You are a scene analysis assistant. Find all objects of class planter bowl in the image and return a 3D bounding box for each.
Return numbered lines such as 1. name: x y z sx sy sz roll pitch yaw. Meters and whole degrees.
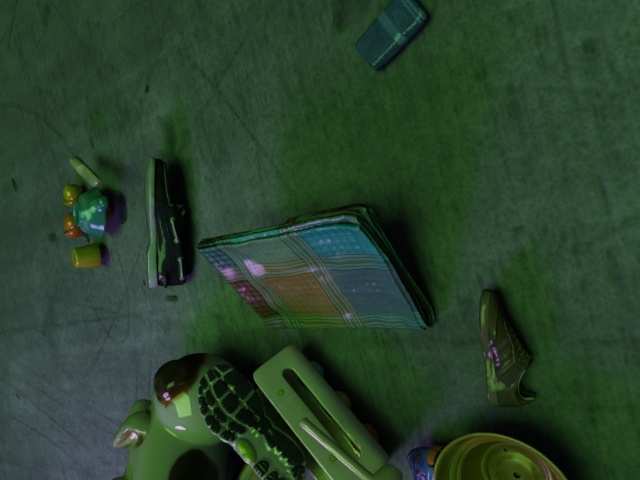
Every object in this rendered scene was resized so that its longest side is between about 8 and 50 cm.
1. planter bowl: 0.292 0.380 0.790 0.217 0.090 0.217 7 103 34

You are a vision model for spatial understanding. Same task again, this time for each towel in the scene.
1. towel: -0.017 0.073 0.901 0.371 0.040 0.271 -9 130 36
2. towel: 0.115 -0.335 0.826 0.119 0.029 0.067 -40 75 33

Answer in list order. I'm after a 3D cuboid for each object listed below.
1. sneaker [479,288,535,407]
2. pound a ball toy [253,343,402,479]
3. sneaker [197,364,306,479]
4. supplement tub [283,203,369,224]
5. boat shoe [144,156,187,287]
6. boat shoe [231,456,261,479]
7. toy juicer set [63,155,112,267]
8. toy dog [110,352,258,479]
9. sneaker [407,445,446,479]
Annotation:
1. sneaker: 0.284 0.162 0.786 0.071 0.066 0.188 -5 101 20
2. pound a ball toy: 0.021 0.329 0.929 0.319 0.136 0.208 45 151 22
3. sneaker: -0.134 0.357 0.964 0.275 0.107 0.110 48 161 19
4. supplement tub: 0.000 0.000 0.923 0.198 0.106 0.105 -10 92 37
5. boat shoe: -0.354 -0.040 1.183 0.114 0.091 0.302 -145 56 -63
6. boat shoe: -0.123 0.503 1.113 0.110 0.121 0.340 20 114 -6
7. toy juicer set: -0.611 -0.098 1.363 0.209 0.090 0.328 54 133 31
8. toy dog: -0.300 0.437 1.080 0.395 0.285 0.407 -9 62 68
9. sneaker: 0.207 0.451 0.883 0.087 0.083 0.221 -8 94 56
